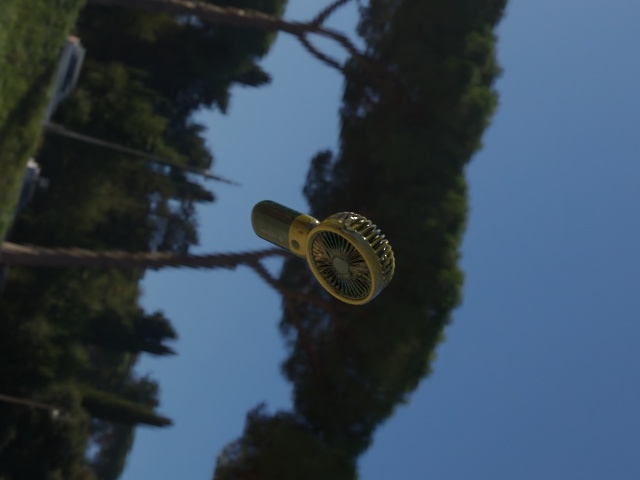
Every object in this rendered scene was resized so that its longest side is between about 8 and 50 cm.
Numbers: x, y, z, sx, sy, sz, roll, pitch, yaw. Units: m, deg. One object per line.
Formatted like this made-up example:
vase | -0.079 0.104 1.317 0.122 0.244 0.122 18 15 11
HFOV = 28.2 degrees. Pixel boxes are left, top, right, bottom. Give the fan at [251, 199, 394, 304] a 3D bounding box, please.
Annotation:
fan | 0.000 0.000 1.150 0.155 0.039 0.082 25 -43 31
